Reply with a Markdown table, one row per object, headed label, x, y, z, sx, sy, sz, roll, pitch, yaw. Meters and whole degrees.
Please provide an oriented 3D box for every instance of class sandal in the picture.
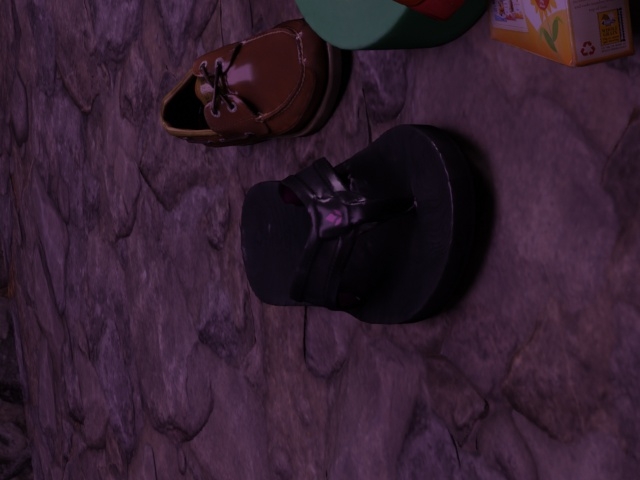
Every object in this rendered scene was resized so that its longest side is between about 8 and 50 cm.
| label | x | y | z | sx | sy | sz | roll | pitch | yaw |
| --- | --- | --- | --- | --- | --- | --- | --- | --- | --- |
| sandal | 0.000 | 0.003 | 1.178 | 0.446 | 0.107 | 0.167 | -16 | 81 | 64 |

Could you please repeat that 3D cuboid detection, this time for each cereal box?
| label | x | y | z | sx | sy | sz | roll | pitch | yaw |
| --- | --- | --- | --- | --- | --- | --- | --- | --- | --- |
| cereal box | 0.136 | -0.240 | 0.813 | 0.173 | 0.047 | 0.240 | -121 | 20 | -72 |

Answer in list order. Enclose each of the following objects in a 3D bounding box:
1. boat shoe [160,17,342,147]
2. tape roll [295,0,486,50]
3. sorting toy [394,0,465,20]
| label | x | y | z | sx | sy | sz | roll | pitch | yaw |
| --- | --- | --- | --- | --- | --- | --- | --- | --- | --- |
| boat shoe | -0.079 | -0.149 | 1.316 | 0.307 | 0.104 | 0.110 | 154 | 109 | -63 |
| tape roll | 0.054 | -0.316 | 1.038 | 0.321 | 0.077 | 0.321 | 21 | 114 | 61 |
| sorting toy | 0.008 | -0.326 | 0.893 | 0.127 | 0.126 | 0.365 | 143 | 117 | -64 |
